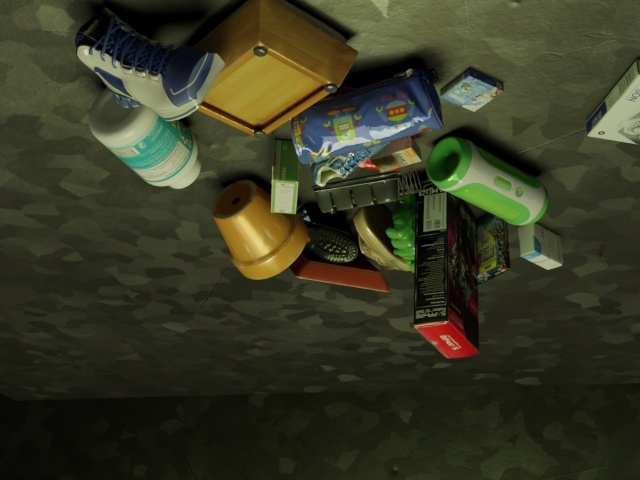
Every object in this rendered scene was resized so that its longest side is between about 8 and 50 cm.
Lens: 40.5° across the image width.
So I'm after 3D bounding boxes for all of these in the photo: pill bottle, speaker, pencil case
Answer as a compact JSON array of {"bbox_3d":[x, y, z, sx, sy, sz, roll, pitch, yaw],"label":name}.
[{"bbox_3d":[-0.355,-0.210,1.823,0.146,0.146,0.264,-8,153,20],"label":"pill bottle"},{"bbox_3d":[0.378,-0.129,1.949,0.296,0.131,0.131,22,148,-35],"label":"speaker"},{"bbox_3d":[0.087,-0.244,1.695,0.306,0.119,0.133,-15,117,13],"label":"pencil case"}]

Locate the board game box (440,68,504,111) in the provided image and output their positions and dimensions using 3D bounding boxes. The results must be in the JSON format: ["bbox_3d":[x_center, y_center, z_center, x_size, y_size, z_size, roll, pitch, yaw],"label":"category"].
[{"bbox_3d":[0.301,-0.298,1.728,0.090,0.020,0.090,17,152,-27],"label":"board game box"}]

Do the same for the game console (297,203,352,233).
[{"bbox_3d":[0.005,-0.041,2.223,0.122,0.071,0.107,17,150,-26],"label":"game console"}]

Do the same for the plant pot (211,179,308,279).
[{"bbox_3d":[-0.164,-0.041,2.122,0.205,0.205,0.188,-13,135,28],"label":"plant pot"}]

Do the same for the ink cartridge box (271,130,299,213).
[{"bbox_3d":[-0.078,-0.155,1.953,0.062,0.109,0.209,3,154,-2],"label":"ink cartridge box"}]

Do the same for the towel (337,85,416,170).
[{"bbox_3d":[0.111,-0.232,1.869,0.198,0.031,0.275,5,154,-8],"label":"towel"}]

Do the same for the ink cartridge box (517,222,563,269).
[{"bbox_3d":[0.574,0.015,2.268,0.122,0.089,0.052,22,148,-35],"label":"ink cartridge box"}]

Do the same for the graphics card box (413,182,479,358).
[{"bbox_3d":[0.304,0.070,2.086,0.094,0.371,0.233,-10,150,25],"label":"graphics card box"}]

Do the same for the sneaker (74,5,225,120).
[{"bbox_3d":[-0.336,-0.320,1.552,0.315,0.128,0.182,13,160,44],"label":"sneaker"}]

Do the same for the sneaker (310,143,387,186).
[{"bbox_3d":[0.065,-0.178,1.855,0.211,0.081,0.080,-23,143,39],"label":"sneaker"}]

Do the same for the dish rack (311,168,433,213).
[{"bbox_3d":[0.129,-0.117,1.985,0.208,0.074,0.271,-7,-174,31],"label":"dish rack"}]

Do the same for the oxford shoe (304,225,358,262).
[{"bbox_3d":[0.000,0.000,2.282,0.227,0.083,0.096,16,-169,20],"label":"oxford shoe"}]

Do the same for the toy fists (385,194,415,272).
[{"bbox_3d":[0.249,0.003,2.213,0.096,0.142,0.279,-10,151,24],"label":"toy fists"}]

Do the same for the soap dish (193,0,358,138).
[{"bbox_3d":[-0.110,-0.314,1.619,0.228,0.118,0.290,23,146,-35],"label":"soap dish"}]

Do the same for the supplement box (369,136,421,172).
[{"bbox_3d":[0.162,-0.187,1.885,0.098,0.036,0.062,-15,150,24],"label":"supplement box"}]

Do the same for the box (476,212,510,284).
[{"bbox_3d":[0.394,0.037,2.250,0.044,0.159,0.233,17,151,-26],"label":"box"}]

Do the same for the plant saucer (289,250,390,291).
[{"bbox_3d":[0.037,0.066,2.342,0.259,0.048,0.258,11,-170,-15],"label":"plant saucer"}]

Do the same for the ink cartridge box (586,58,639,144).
[{"bbox_3d":[0.681,-0.265,1.733,0.223,0.045,0.223,6,154,-7],"label":"ink cartridge box"}]

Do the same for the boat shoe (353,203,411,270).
[{"bbox_3d":[0.152,0.008,2.255,0.110,0.122,0.341,-11,152,24],"label":"boat shoe"}]
